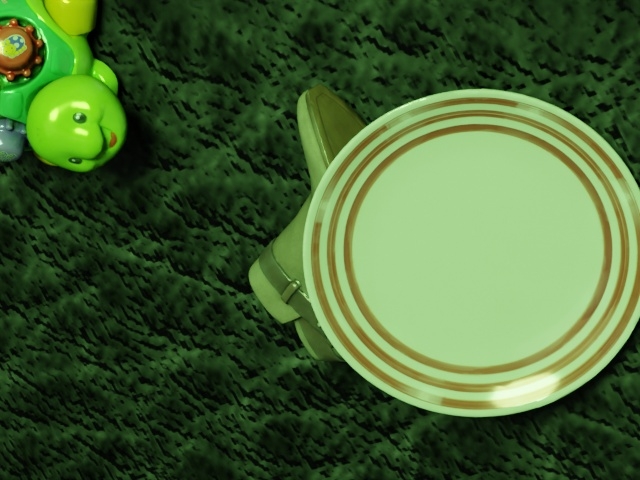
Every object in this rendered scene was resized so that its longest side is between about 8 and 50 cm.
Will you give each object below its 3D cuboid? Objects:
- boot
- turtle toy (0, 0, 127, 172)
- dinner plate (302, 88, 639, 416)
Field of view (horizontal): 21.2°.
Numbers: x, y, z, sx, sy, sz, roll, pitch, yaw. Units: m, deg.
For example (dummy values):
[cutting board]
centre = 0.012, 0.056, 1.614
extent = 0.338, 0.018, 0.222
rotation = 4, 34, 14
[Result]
[boot]
centre = 0.000, 0.000, 0.745
extent = 0.087, 0.042, 0.118
rotation = -27, 94, 43
[turtle toy]
centre = -0.139, -0.074, 0.788
extent = 0.130, 0.066, 0.095
rotation = 25, 124, 23
[dinner plate]
centre = 0.063, 0.005, 0.693
extent = 0.141, 0.017, 0.141
rotation = 2, 112, 6
